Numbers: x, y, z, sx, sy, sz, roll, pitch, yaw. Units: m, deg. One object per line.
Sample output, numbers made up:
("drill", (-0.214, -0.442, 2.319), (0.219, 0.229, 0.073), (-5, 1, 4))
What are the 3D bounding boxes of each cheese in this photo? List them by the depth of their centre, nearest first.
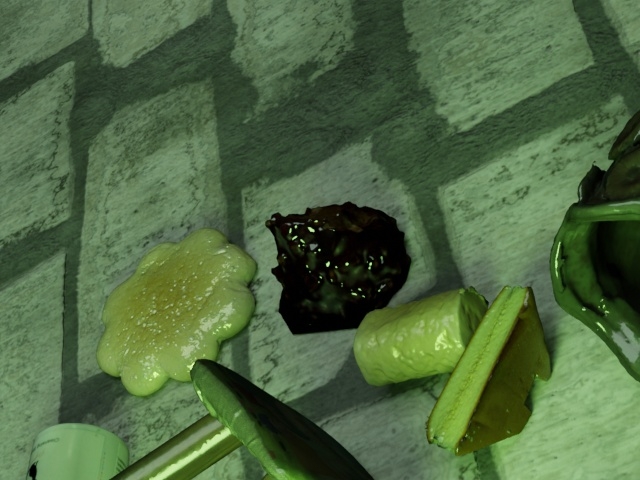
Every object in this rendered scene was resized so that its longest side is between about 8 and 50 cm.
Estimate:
("cheese", (0.136, 0.128, 1.982), (0.167, 0.094, 0.123), (-15, 35, 30))

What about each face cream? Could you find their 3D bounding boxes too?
("face cream", (-0.359, 0.443, 2.057), (0.145, 0.145, 0.369), (-21, 42, 24))

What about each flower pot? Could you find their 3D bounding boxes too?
("flower pot", (0.408, 0.003, 1.701), (0.213, 0.301, 0.302), (-37, 33, -27))

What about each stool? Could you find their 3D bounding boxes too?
("stool", (-0.063, 0.337, 1.799), (0.226, 0.310, 0.310), (-51, 37, 2))

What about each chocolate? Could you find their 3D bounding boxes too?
("chocolate", (0.000, 0.000, 2.159), (0.224, 0.177, 0.206), (-7, 49, 34))

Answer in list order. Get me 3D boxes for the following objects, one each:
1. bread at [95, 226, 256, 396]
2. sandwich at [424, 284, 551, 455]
("bread", (-0.236, 0.107, 2.356), (0.316, 0.054, 0.316), (-21, 42, 21))
("sandwich", (0.222, 0.177, 1.875), (0.090, 0.088, 0.244), (3, 59, 53))
